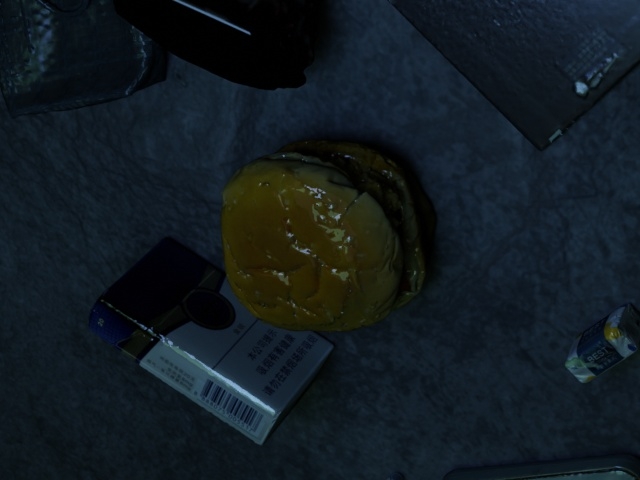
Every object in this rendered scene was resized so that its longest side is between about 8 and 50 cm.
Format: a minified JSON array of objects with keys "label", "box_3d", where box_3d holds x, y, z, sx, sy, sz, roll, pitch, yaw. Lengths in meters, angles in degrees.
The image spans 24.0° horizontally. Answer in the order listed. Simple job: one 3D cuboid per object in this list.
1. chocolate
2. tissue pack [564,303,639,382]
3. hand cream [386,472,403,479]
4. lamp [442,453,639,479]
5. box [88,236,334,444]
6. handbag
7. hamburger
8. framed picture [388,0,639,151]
[{"label":"chocolate","box_3d":[-0.084,-0.284,1.625,0.224,0.206,0.177,26,80,1]},{"label":"tissue pack","box_3d":[0.313,0.113,1.651,0.042,0.062,0.083,44,126,-6]},{"label":"hand cream","box_3d":[0.082,0.333,1.907,0.035,0.022,0.102,27,129,11]},{"label":"lamp","box_3d":[0.296,0.387,1.809,0.266,0.047,0.269,-10,110,31]},{"label":"box","box_3d":[-0.130,0.116,1.811,0.259,0.168,0.071,33,127,6]},{"label":"handbag","box_3d":[-0.293,-0.243,1.767,0.270,0.088,0.175,-6,104,29]},{"label":"hamburger","box_3d":[0.000,0.000,1.688,0.244,0.163,0.244,11,120,19]},{"label":"framed picture","box_3d":[0.191,-0.285,1.540,0.338,0.014,0.255,45,126,0]}]
